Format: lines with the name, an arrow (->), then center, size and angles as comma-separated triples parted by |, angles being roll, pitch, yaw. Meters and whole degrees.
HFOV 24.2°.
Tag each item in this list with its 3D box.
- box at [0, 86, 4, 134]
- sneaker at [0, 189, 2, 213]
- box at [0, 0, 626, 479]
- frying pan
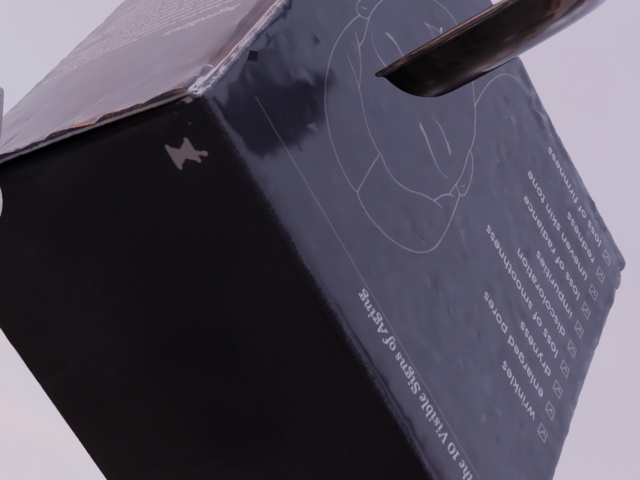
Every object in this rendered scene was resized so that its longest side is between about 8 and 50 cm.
box -> -0.276, -0.067, 1.002 | 0.087, 0.102, 0.101 | 2, -10, 14
sneaker -> -0.188, -0.032, 0.598 | 0.144, 0.053, 0.059 | 21, -8, 30
box -> 0.000, 0.000, 1.279 | 0.297, 0.472, 0.480 | -18, -66, 31
frying pan -> 0.151, -0.174, 1.105 | 0.197, 0.326, 0.053 | -28, -85, 26
